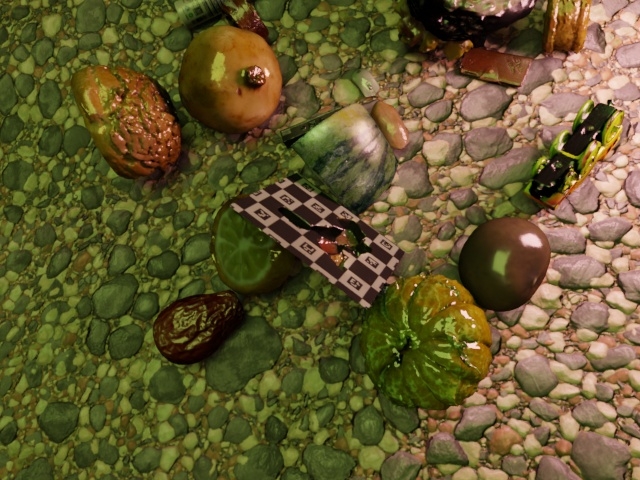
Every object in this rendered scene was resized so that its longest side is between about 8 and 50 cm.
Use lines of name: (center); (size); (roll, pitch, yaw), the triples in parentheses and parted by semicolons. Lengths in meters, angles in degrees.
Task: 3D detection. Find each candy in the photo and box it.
candy: (-0.174, 0.011, 1.353); (0.259, 0.118, 0.260); (4, 96, 42)

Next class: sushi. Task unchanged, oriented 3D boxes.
sushi: (0.000, 0.000, 1.249); (0.359, 0.343, 0.064); (37, 119, 7)
sushi: (0.371, -0.640, 1.401); (0.328, 0.285, 0.328); (12, 73, 2)

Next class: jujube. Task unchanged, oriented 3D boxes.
jujube: (-0.302, 0.211, 1.349); (0.236, 0.168, 0.168); (-31, 68, -2)

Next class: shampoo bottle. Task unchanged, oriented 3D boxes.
shampoo bottle: (-0.309, -0.781, 1.705); (0.303, 0.092, 0.092); (-24, 68, 5)

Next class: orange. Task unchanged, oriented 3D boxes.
orange: (0.229, 0.230, 1.171); (0.301, 0.223, 0.300); (-43, 52, 21)

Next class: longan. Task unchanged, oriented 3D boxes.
longan: (0.406, 0.053, 1.201); (0.196, 0.196, 0.220); (21, 77, 19)

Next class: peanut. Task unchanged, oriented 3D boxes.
peanut: (0.185, -0.307, 1.437); (0.076, 0.076, 0.152); (-28, 74, 4)

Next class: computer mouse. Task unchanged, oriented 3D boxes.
computer mouse: (0.127, -0.451, 1.521); (0.055, 0.032, 0.110); (-34, 68, 2)

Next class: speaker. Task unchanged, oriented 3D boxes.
speaker: (-0.017, -0.319, 1.507); (0.191, 0.046, 0.040); (-20, 68, 7)

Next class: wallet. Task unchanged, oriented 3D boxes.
wallet: (0.471, -0.471, 1.445); (0.176, 0.026, 0.095); (21, 81, 20)

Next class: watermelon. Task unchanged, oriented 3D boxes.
watermelon: (0.065, -0.219, 1.421); (0.212, 0.201, 0.262); (-39, 111, -2)

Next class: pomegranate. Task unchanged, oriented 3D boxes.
pomegranate: (-0.257, -0.442, 1.492); (0.307, 0.307, 0.308); (-4, 72, 13)

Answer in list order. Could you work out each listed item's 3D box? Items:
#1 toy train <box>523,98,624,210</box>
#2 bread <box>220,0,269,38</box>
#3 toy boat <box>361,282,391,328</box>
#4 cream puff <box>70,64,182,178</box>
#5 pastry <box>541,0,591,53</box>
toy train: (0.594, -0.193, 1.256); (0.100, 0.160, 0.296); (38, 82, 31)
bread: (-0.228, -0.657, 1.613); (0.073, 0.160, 0.160); (-45, 68, 2)
toy boat: (0.136, 0.169, 1.306); (0.055, 0.060, 0.141); (20, 85, 19)
cream puff: (-0.518, -0.342, 1.486); (0.231, 0.343, 0.327); (-25, 43, -5)
pastry: (0.623, -0.567, 1.355); (0.103, 0.189, 0.189); (9, 75, 21)
